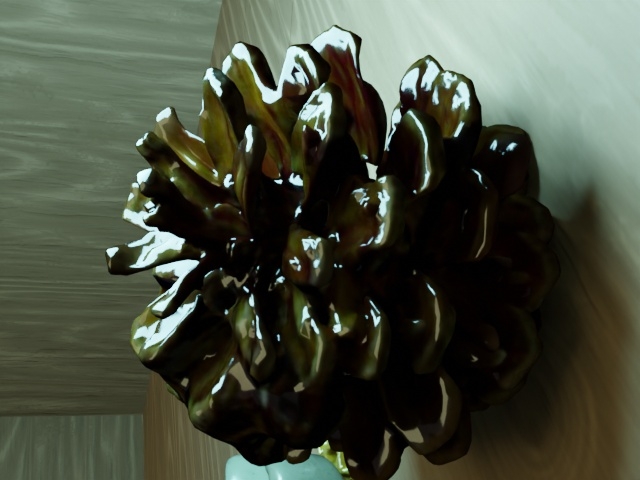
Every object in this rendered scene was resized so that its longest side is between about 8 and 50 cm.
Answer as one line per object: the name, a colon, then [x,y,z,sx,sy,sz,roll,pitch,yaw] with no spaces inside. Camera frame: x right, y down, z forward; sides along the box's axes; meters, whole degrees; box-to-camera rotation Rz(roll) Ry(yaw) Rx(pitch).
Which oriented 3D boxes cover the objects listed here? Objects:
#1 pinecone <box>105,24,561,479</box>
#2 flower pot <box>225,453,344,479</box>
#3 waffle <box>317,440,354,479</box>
pinecone: [0.000,0.000,0.659,0.398,0.398,0.397,-176,90,-72]
flower pot: [-0.046,0.447,0.934,0.254,0.164,0.367,165,102,-67]
waffle: [0.032,0.213,0.949,0.160,0.055,0.211,121,147,-52]
